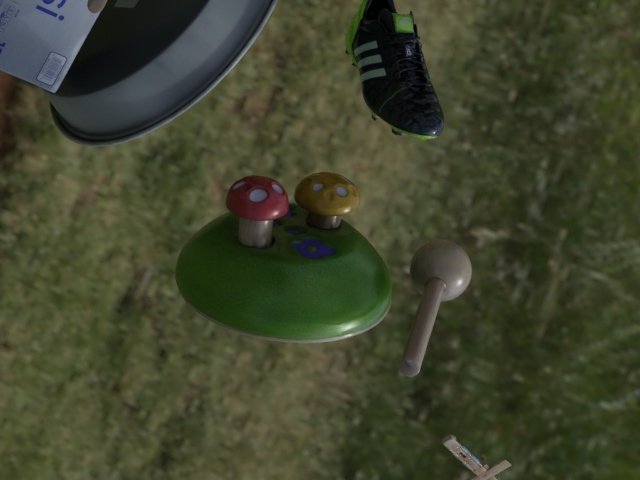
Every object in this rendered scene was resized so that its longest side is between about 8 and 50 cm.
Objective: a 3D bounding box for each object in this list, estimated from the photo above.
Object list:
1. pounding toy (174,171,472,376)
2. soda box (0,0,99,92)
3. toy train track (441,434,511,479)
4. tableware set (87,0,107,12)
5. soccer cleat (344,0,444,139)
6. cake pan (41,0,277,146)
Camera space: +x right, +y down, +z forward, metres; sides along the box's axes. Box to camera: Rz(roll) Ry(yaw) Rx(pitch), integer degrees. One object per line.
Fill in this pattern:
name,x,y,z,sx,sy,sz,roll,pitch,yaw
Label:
pounding toy,0.000,0.000,1.396,0.183,0.237,0.110,-51,152,-59
soda box,-0.212,-0.280,1.490,0.091,0.098,0.286,23,112,-25
toy train track,0.128,0.184,1.423,0.048,0.014,0.083,-32,128,18
tableware set,-0.139,-0.252,1.151,0.128,0.194,0.039,-10,163,-16
soccer cleat,0.064,-0.153,1.458,0.060,0.179,0.072,3,127,-24
cake pan,-0.161,-0.222,1.605,0.054,0.293,0.293,44,72,-38
